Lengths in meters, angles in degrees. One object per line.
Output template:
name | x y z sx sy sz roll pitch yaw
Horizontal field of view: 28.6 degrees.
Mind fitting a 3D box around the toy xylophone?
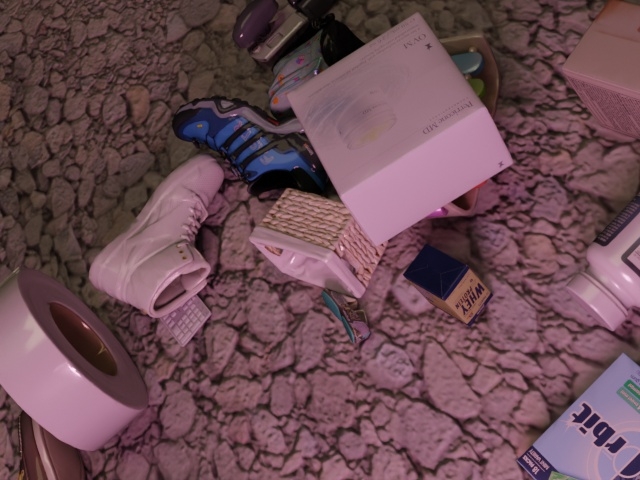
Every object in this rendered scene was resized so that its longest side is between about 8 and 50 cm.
toy xylophone | 0.155 -0.150 1.857 0.236 0.081 0.323 -13 53 30

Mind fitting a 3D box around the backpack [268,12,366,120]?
backpack | -0.005 -0.259 2.013 0.182 0.152 0.115 -25 37 36

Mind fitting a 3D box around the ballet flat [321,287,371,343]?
ballet flat | 0.041 0.104 1.798 0.041 0.041 0.114 -41 45 5

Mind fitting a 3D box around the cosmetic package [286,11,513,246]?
cosmetic package | 0.106 -0.155 1.730 0.224 0.138 0.225 -32 51 5

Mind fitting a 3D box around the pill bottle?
pill bottle | 0.391 0.019 1.542 0.180 0.108 0.108 -46 44 1

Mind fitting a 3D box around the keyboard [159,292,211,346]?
keyboard | -0.255 0.078 2.049 0.072 0.014 0.256 -46 44 0

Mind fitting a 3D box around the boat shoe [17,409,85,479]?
boat shoe | -0.407 0.376 1.880 0.096 0.116 0.324 -35 51 7

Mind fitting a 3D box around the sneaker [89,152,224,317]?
sneaker | -0.215 -0.001 2.018 0.169 0.108 0.292 27 69 33

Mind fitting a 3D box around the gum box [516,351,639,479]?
gum box | 0.345 0.246 1.461 0.184 0.041 0.157 -46 44 2

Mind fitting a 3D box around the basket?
basket | 0.000 0.000 1.843 0.167 0.113 0.103 16 68 41

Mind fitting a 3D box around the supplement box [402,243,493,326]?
supplement box | 0.172 0.060 1.692 0.056 0.083 0.083 -52 44 -6

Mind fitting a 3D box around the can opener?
can opener | -0.034 -0.430 2.187 0.283 0.095 0.076 -47 45 0

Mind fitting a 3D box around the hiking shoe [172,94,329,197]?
hiking shoe | -0.116 -0.144 1.999 0.304 0.113 0.132 12 73 25

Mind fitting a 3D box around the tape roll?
tape roll | -0.390 0.177 1.885 0.100 0.286 0.286 -41 44 6

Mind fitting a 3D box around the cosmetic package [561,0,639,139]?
cosmetic package | 0.477 -0.191 1.598 0.296 0.153 0.129 30 81 44
